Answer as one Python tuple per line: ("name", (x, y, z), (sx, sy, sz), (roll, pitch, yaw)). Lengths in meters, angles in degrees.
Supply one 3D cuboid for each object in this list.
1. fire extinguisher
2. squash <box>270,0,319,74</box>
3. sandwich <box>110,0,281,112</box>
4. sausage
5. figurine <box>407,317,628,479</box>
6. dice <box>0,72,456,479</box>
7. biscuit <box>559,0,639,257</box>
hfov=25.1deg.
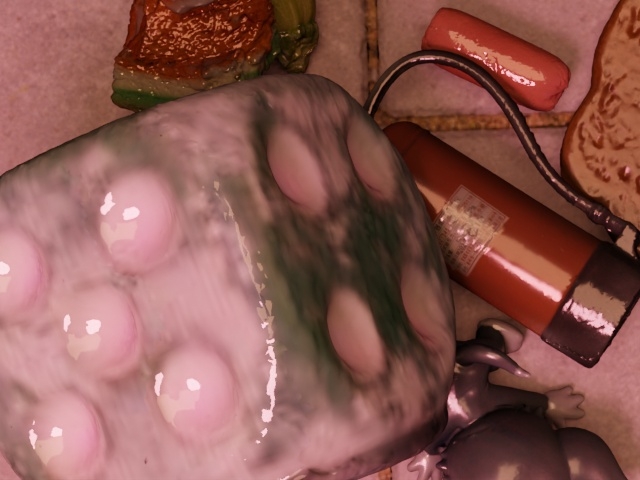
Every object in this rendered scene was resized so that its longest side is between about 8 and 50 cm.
("fire extinguisher", (0.154, -0.045, 1.421), (0.376, 0.113, 0.200), (31, 70, 11))
("squash", (-0.037, -0.236, 1.473), (0.105, 0.105, 0.132), (-33, 94, 2))
("sandwich", (-0.139, -0.205, 1.421), (0.184, 0.109, 0.160), (-3, 128, 24))
("sausage", (0.178, -0.182, 1.453), (0.154, 0.062, 0.062), (26, 88, 8))
("figurine", (0.177, 0.171, 1.388), (0.193, 0.140, 0.265), (-18, 98, -13))
("dice", (-0.092, 0.062, 1.280), (0.330, 0.328, 0.348), (-23, 86, 29))
("biscuit", (0.420, -0.142, 1.421), (0.358, 0.074, 0.381), (2, 83, 6))
